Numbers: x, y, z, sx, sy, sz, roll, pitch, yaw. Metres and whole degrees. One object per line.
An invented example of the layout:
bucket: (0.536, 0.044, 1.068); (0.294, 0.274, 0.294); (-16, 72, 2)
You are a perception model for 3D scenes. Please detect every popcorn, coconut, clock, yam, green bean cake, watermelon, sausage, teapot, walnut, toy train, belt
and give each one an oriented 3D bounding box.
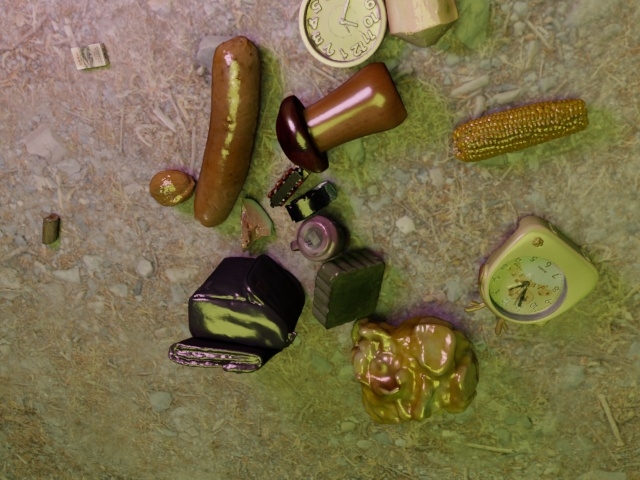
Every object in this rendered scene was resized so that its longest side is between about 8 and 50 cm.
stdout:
popcorn: (0.255, 0.341, 1.449); (0.334, 0.293, 0.292); (-10, 68, 13)
coconut: (0.211, -0.487, 1.127); (0.147, 0.147, 0.153); (-10, 109, 15)
clock: (0.514, 0.107, 1.357); (0.235, 0.096, 0.308); (37, 116, -8)
clock: (0.053, -0.491, 1.195); (0.196, 0.068, 0.197); (4, 115, 9)
yam: (-0.805, -0.033, 1.591); (0.043, 0.043, 0.094); (19, 118, 3)
green bean cake: (0.069, 0.127, 1.410); (0.094, 0.185, 0.183); (36, 129, 38)
watermelon: (-0.183, -0.044, 1.450); (0.101, 0.080, 0.155); (-8, 97, 5)
sausage: (-0.230, -0.248, 1.332); (0.136, 0.123, 0.501); (17, 117, 6)
teapot: (0.007, 0.006, 1.387); (0.148, 0.146, 0.116); (-47, 69, 21)
walnut: (-0.394, -0.141, 1.427); (0.124, 0.105, 0.105); (-9, 112, 15)
toy train: (-0.081, -0.141, 1.372); (0.050, 0.087, 0.138); (42, 118, -1)
belt: (-0.022, -0.098, 1.364); (0.140, 0.105, 0.058); (-33, 101, -4)

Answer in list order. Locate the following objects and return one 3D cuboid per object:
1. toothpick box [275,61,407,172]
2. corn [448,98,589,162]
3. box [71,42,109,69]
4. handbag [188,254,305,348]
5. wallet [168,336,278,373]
toothpick box: (0.041, -0.280, 1.232); (0.294, 0.192, 0.192); (-23, 108, 15)
corn: (0.437, -0.250, 1.209); (0.310, 0.101, 0.102); (-14, 111, 19)
box: (-0.586, -0.468, 1.359); (0.083, 0.024, 0.054); (-5, 114, 13)
handbag: (-0.173, 0.144, 1.407); (0.275, 0.302, 0.178); (2, 108, 8)
wallet: (-0.233, 0.290, 1.432); (0.228, 0.406, 0.062); (8, 86, 5)
